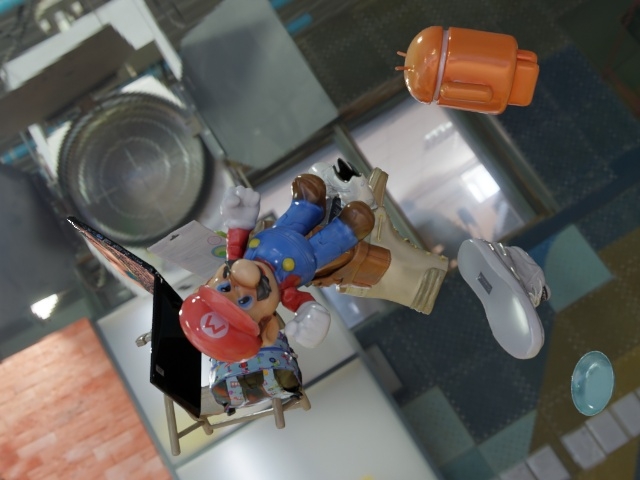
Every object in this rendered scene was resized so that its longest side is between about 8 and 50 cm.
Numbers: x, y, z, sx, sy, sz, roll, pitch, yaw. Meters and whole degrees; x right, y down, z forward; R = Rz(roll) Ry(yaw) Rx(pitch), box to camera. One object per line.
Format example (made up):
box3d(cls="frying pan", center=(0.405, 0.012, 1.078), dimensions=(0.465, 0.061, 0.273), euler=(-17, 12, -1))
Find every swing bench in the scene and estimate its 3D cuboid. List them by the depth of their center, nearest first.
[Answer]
box3d(cls="swing bench", center=(-0.191, 0.261, 1.880), dimensions=(0.253, 0.255, 0.165), euler=(-18, -1, 20))

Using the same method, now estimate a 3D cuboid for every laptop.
box3d(cls="laptop", center=(-0.273, 0.118, 1.408), dimensions=(0.136, 0.264, 0.234), euler=(-55, -21, -15))

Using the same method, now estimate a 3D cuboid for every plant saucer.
box3d(cls="plant saucer", center=(0.508, 0.264, 1.746), dimensions=(0.021, 0.119, 0.119), euler=(13, -39, -20))

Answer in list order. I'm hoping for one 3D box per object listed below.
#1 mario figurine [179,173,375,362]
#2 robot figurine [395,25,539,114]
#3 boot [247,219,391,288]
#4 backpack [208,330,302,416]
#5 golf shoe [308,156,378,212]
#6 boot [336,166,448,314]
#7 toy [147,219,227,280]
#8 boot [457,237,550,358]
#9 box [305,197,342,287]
box3d(cls="mario figurine", center=(-0.056, 0.025, 1.222), dimensions=(0.198, 0.170, 0.320), euler=(0, 36, 41))
box3d(cls="robot figurine", center=(0.227, -0.268, 1.488), dimensions=(0.219, 0.158, 0.128), euler=(8, -18, 2))
box3d(cls="boot", center=(-0.025, 0.033, 1.572), dimensions=(0.220, 0.109, 0.283), euler=(11, -20, -17))
box3d(cls="backpack", center=(-0.115, 0.208, 1.566), dimensions=(0.158, 0.117, 0.173), euler=(-12, -22, 0))
box3d(cls="golf shoe", center=(0.034, -0.106, 1.547), dimensions=(0.069, 0.176, 0.086), euler=(-26, -54, -22))
box3d(cls="boot", center=(0.154, 0.001, 1.852), dimensions=(0.203, 0.262, 0.095), euler=(15, -18, -5))
box3d(cls="toy", center=(-0.213, 0.021, 1.899), dimensions=(0.137, 0.056, 0.237), euler=(-29, -45, 29))
box3d(cls="boot", center=(0.326, 0.087, 1.525), dimensions=(0.123, 0.258, 0.095), euler=(4, -51, -23))
box3d(cls="box", center=(0.000, 0.000, 2.211), dimensions=(0.156, 0.093, 0.158), euler=(-36, 25, 32))
